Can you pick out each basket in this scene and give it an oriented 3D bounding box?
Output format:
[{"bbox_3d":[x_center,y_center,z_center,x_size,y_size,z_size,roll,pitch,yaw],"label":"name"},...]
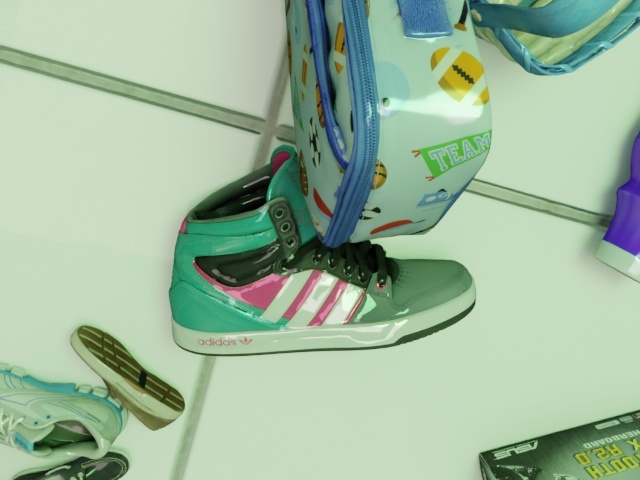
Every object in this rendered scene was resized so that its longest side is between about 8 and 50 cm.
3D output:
[{"bbox_3d":[0.211,-0.257,0.551,0.255,0.289,0.201,-43,105,4],"label":"basket"}]

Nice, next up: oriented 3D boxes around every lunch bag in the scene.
[{"bbox_3d":[0.033,-0.161,0.542,0.115,0.243,0.303,-7,72,-7],"label":"lunch bag"}]

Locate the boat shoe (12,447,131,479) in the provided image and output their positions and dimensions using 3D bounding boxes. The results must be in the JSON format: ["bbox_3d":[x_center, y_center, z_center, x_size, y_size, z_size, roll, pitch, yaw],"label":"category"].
[{"bbox_3d":[-0.257,0.246,0.741,0.125,0.038,0.046,-10,105,-5],"label":"boat shoe"}]

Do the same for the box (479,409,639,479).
[{"bbox_3d":[0.303,0.258,0.745,0.231,0.183,0.056,-14,105,-3],"label":"box"}]

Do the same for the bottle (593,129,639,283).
[{"bbox_3d":[0.374,-0.088,0.716,0.118,0.092,0.282,27,99,-12],"label":"bottle"}]

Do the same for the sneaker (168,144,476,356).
[{"bbox_3d":[0.000,0.000,0.678,0.296,0.124,0.178,-6,114,-5],"label":"sneaker"}]

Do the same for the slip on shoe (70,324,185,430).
[{"bbox_3d":[-0.197,0.139,0.721,0.041,0.051,0.135,-42,111,16],"label":"slip on shoe"}]

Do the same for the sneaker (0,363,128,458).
[{"bbox_3d":[-0.286,0.170,0.698,0.191,0.083,0.071,9,104,-8],"label":"sneaker"}]
